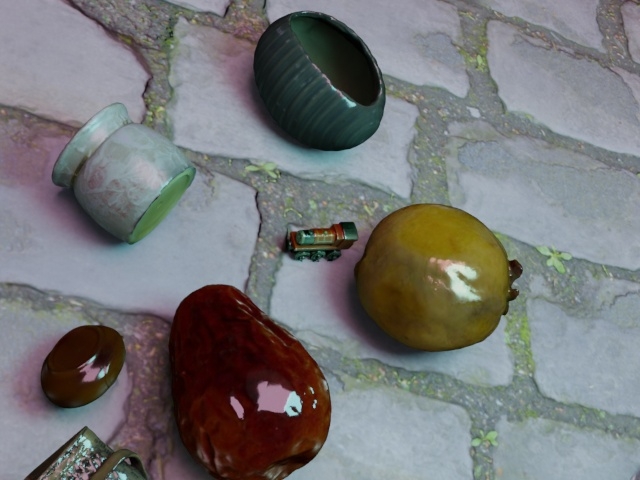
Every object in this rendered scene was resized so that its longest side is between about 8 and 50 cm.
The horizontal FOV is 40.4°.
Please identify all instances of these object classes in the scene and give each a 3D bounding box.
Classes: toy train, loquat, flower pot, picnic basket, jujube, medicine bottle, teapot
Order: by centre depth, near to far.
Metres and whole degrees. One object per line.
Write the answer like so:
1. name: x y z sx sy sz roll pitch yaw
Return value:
1. picnic basket: -0.260 0.307 0.859 0.139 0.267 0.165 44 49 -5
2. teapot: -0.282 0.155 1.061 0.098 0.078 0.129 -2 38 17
3. jujube: -0.098 0.177 1.082 0.190 0.190 0.255 -5 49 -30
4. medicine bottle: -0.263 -0.090 1.165 0.143 0.147 0.147 40 52 3
5. loquat: 0.167 0.055 1.277 0.238 0.193 0.238 7 40 -6
6. toy train: 0.000 0.000 1.300 0.103 0.064 0.044 -1 64 -28
7. flower pot: -0.003 -0.253 1.392 0.189 0.157 0.243 -25 76 -34

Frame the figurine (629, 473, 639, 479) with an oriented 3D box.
1. figurine: 0.436 0.411 1.206 0.316 0.206 0.284 22 65 -20
